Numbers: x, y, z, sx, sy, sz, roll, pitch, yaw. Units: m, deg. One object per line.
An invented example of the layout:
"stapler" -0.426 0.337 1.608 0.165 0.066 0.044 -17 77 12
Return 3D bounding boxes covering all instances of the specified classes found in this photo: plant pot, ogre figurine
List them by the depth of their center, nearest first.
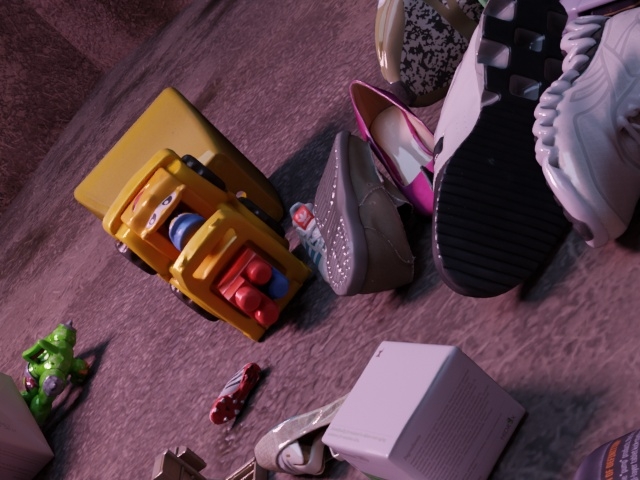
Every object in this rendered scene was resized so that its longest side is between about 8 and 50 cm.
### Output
"plant pot" -0.178 -0.053 1.522 0.212 0.212 0.187 -49 34 -4
"ogre figurine" -0.415 0.204 1.654 0.118 0.097 0.197 -48 7 32

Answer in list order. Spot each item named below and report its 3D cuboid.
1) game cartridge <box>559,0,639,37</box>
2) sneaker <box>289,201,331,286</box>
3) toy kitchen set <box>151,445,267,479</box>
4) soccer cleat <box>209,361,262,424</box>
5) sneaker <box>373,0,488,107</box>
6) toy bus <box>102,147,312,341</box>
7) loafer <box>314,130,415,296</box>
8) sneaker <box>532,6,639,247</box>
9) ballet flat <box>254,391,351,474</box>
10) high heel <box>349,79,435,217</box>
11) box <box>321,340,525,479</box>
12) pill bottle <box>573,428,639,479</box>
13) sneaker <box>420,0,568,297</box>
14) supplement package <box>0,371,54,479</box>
"game cartridge" 0.375 -0.305 1.101 0.196 0.060 0.294 -52 21 -23
"sneaker" 0.000 0.000 1.244 0.057 0.075 0.161 -46 21 5
"toy kitchen set" -0.107 0.215 1.059 0.075 0.083 0.068 -39 23 20
"soccer cleat" -0.095 0.169 1.200 0.083 0.029 0.035 -54 13 -26
"sneaker" 0.215 -0.321 1.214 0.410 0.158 0.182 -53 22 -8
"toy bus" -0.121 0.017 1.266 0.149 0.220 0.211 -51 27 -1
"loafer" 0.049 -0.026 1.173 0.251 0.087 0.094 -95 20 -49
"sneaker" 0.260 -0.116 0.928 0.118 0.110 0.292 -18 35 36
"ballet flat" 0.002 0.177 0.965 0.168 0.057 0.052 -35 34 29
"high heel" 0.091 -0.108 1.200 0.082 0.117 0.244 -42 22 14
"box" 0.078 0.141 0.834 0.102 0.087 0.101 -55 22 -19
"pill bottle" 0.212 0.137 0.527 0.245 0.130 0.130 -33 25 32
"sneaker" 0.163 -0.073 1.035 0.146 0.122 0.331 121 168 -59
"supplement package" -0.557 0.323 1.520 0.293 0.177 0.175 -45 54 4
